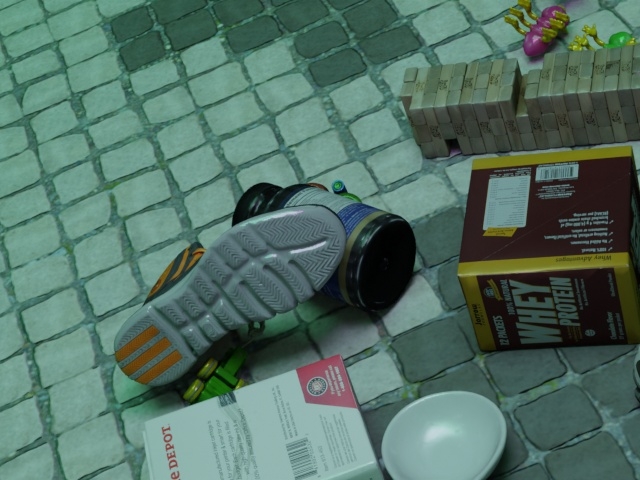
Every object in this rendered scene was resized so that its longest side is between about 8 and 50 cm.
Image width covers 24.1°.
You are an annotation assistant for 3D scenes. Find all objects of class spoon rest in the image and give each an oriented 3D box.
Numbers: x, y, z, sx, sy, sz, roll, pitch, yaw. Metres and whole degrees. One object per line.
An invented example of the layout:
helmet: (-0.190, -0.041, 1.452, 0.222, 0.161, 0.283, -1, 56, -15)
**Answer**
spoon rest: (0.131, 0.261, 1.557, 0.137, 0.084, 0.276, -11, 44, 11)

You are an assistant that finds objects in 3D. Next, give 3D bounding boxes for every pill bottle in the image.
pill bottle: (0.000, 0.000, 1.852, 0.219, 0.123, 0.123, 20, 56, 37)

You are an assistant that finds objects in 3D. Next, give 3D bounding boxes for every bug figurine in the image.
bug figurine: (0.387, -0.313, 2.059, 0.279, 0.072, 0.216, 30, 68, 36)

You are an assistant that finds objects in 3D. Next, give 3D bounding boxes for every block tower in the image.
block tower: (0.277, -0.180, 1.951, 0.335, 0.097, 0.091, -5, 44, 20)

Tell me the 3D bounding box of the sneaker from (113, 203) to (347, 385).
sneaker: (-0.109, 0.034, 1.796, 0.321, 0.125, 0.180, -31, 17, 15)

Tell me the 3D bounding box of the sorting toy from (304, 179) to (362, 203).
sorting toy: (0.017, -0.044, 1.959, 0.102, 0.042, 0.061, 25, 74, 25)

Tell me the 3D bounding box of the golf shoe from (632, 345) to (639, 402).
golf shoe: (0.424, 0.137, 1.561, 0.198, 0.094, 0.077, -3, 44, 17)

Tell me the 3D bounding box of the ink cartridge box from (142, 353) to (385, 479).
ink cartridge box: (-0.059, 0.248, 1.633, 0.237, 0.100, 0.172, -20, 42, 0)

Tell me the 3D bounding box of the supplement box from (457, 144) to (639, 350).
supplement box: (0.271, 0.009, 1.727, 0.191, 0.129, 0.194, -4, 45, 18)

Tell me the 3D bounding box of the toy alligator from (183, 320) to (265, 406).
toy alligator: (-0.118, 0.165, 1.787, 0.051, 0.056, 0.190, -44, 11, 47)
